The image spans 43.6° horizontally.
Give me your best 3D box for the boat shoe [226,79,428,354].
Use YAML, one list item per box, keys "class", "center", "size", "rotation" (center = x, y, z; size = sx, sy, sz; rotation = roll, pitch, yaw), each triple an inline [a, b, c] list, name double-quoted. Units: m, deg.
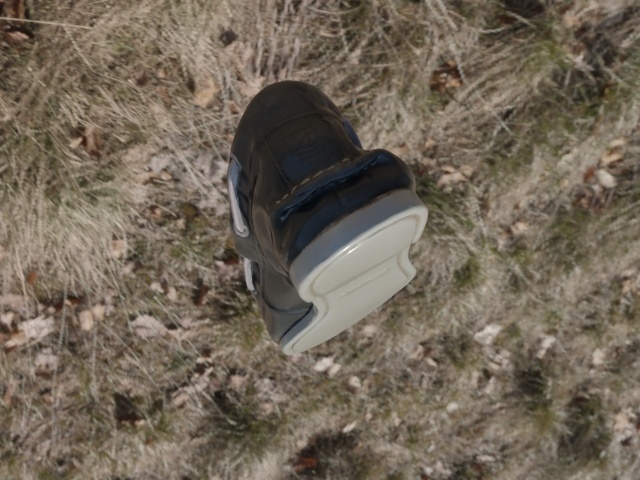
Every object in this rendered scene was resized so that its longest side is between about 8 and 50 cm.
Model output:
- class: "boat shoe"
  center: [0.000, 0.000, 0.532]
  size: [0.112, 0.335, 0.095]
  rotation: [-28, 77, -9]
